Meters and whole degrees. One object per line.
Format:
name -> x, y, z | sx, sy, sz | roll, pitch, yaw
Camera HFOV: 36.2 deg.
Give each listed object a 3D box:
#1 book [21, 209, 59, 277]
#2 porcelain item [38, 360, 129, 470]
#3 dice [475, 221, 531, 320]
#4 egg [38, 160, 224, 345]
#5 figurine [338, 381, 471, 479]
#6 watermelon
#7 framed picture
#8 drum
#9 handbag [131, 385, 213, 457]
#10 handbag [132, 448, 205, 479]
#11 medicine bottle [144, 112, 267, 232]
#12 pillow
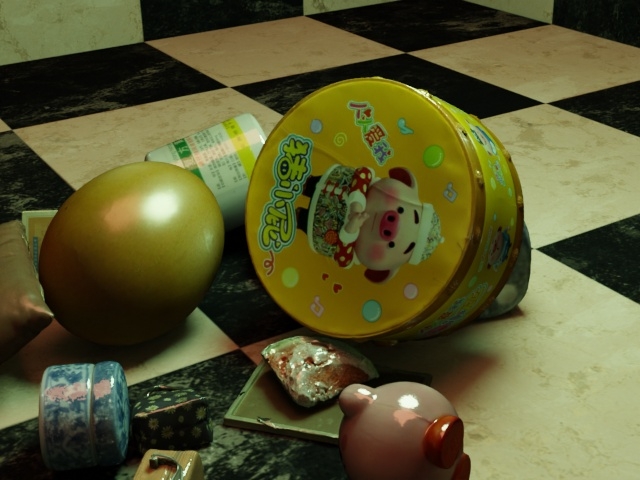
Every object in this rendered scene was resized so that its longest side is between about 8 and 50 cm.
book -> -0.429, 0.026, 1.810 | 0.242, 0.170, 0.018 | -2, -4, -2
porcelain item -> -0.325, 0.244, 1.367 | 0.114, 0.147, 0.147 | -3, 26, -8
dice -> 0.260, 0.027, 1.746 | 0.182, 0.183, 0.181 | -6, 25, -12
egg -> -0.314, 0.019, 1.660 | 0.283, 0.282, 0.351 | 14, 46, 28
figurine -> 0.104, 0.266, 1.279 | 0.173, 0.173, 0.173 | -1, 26, 0
watermelon -> -0.007, 0.197, 1.500 | 0.187, 0.071, 0.139 | 5, 30, 10
framed picture -> 0.016, 0.241, 1.503 | 0.281, 0.019, 0.209 | 8, 27, 17
drum -> 0.100, -0.045, 1.578 | 0.431, 0.431, 0.214 | 16, 4, 31
handbag -> -0.229, 0.247, 1.445 | 0.115, 0.072, 0.139 | -12, 24, -17
handbag -> -0.188, 0.341, 1.158 | 0.072, 0.151, 0.193 | 2, 25, 10
medicine bottle -> -0.254, -0.099, 1.934 | 0.340, 0.208, 0.208 | -23, 30, -8
pillow -> -0.578, 0.125, 1.558 | 0.305, 0.108, 0.308 | -34, 38, -5
